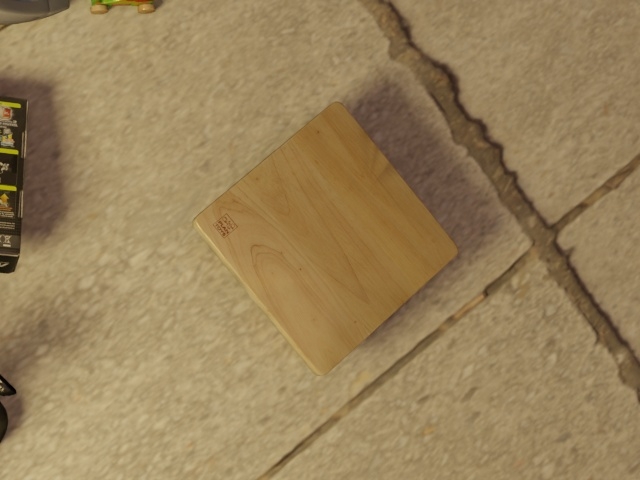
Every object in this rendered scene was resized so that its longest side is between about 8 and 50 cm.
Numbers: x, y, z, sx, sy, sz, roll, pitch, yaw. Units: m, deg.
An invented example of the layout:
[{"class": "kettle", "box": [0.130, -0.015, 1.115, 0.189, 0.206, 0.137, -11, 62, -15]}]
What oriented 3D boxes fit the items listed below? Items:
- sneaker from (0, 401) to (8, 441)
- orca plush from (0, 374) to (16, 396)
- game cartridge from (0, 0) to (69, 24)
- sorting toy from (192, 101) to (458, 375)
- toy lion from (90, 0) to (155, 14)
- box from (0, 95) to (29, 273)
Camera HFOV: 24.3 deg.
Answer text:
[{"class": "sneaker", "box": [-0.518, 0.181, 1.707, 0.331, 0.146, 0.122, 18, 76, -17]}, {"class": "orca plush", "box": [-0.451, 0.265, 1.672, 0.287, 0.102, 0.151, -40, 135, 4]}, {"class": "game cartridge", "box": [-0.407, -0.360, 1.765, 0.062, 0.297, 0.198, -16, 84, 25]}, {"class": "sorting toy", "box": [0.000, 0.000, 1.929, 0.255, 0.089, 0.257, -41, 96, -19]}, {"class": "toy lion", "box": [-0.240, -0.316, 1.889, 0.100, 0.096, 0.034, -4, 84, -18]}, {"class": "box", "box": [-0.489, -0.080, 1.766, 0.270, 0.060, 0.216, 6, 64, -18]}]
